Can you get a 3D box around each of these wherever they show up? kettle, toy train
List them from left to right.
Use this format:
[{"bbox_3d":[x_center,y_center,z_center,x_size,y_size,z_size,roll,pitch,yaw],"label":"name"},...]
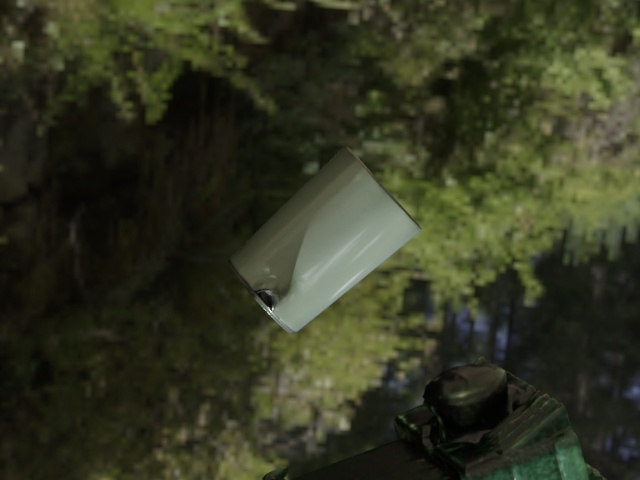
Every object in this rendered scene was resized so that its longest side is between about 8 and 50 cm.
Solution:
[{"bbox_3d":[-0.003,-0.003,1.422,0.148,0.098,0.127,-42,-144,3],"label":"kettle"},{"bbox_3d":[0.083,0.232,0.881,0.178,0.330,0.138,-18,-167,-14],"label":"toy train"}]
